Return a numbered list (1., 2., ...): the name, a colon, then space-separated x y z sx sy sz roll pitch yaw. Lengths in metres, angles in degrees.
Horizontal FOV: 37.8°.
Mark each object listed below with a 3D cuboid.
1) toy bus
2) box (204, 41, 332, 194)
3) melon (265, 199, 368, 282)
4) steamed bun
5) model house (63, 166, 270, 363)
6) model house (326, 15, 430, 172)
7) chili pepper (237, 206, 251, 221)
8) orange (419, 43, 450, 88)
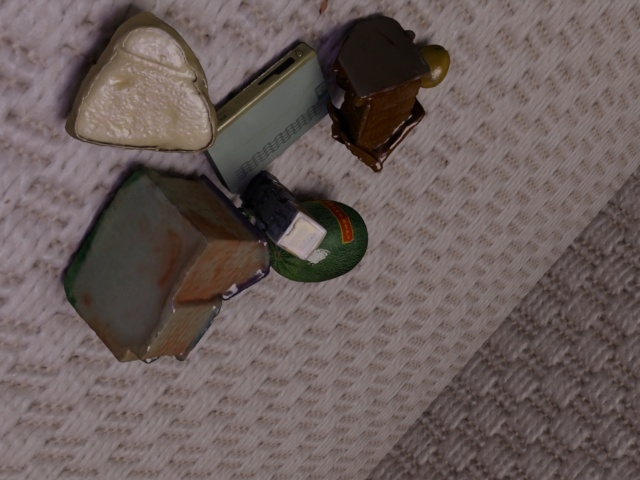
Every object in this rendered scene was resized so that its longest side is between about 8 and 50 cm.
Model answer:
1. toy bus: -0.075 -0.054 1.776 0.106 0.268 0.092 34 96 -26
2. box: -0.101 -0.226 1.753 0.270 0.045 0.211 -42 152 -9
3. melon: 0.000 0.000 2.035 0.287 0.182 0.182 -8 134 -52
4. steamed bun: -0.262 -0.246 1.437 0.231 0.110 0.212 6 120 -21
5. model house: -0.257 0.052 1.717 0.312 0.245 0.280 -55 158 17
6. model house: 0.094 -0.276 1.800 0.219 0.199 0.229 -14 141 -27
7. chili pepper: -0.181 0.006 1.912 0.050 0.073 0.182 -52 156 -45
8. orange: 0.231 -0.369 1.974 0.085 0.085 0.095 2 129 -54
